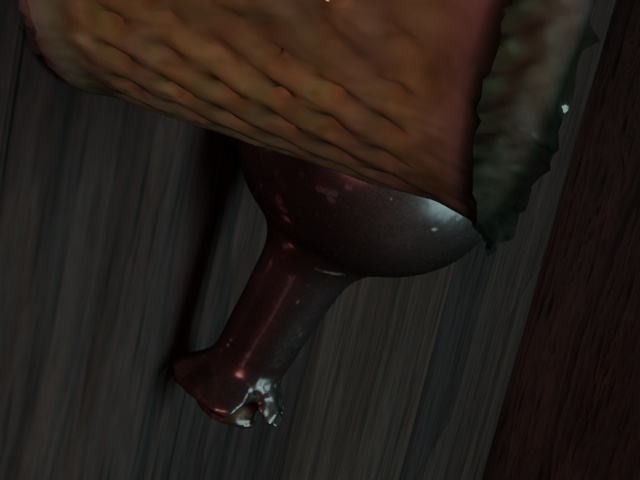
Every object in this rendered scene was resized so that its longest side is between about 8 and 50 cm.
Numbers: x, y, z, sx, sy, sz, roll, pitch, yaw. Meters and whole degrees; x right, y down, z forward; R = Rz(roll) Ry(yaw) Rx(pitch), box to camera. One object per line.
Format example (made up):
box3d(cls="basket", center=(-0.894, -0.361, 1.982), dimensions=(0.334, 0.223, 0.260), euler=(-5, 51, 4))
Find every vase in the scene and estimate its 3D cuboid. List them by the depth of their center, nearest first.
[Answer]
box3d(cls="vase", center=(0.000, 0.000, 0.832), dimensions=(0.183, 0.120, 0.120), euler=(-60, 171, 14))

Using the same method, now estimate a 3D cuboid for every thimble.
box3d(cls="thimble", center=(0.025, -0.145, 0.601), dimensions=(0.271, 0.150, 0.271), euler=(18, 90, -78))
